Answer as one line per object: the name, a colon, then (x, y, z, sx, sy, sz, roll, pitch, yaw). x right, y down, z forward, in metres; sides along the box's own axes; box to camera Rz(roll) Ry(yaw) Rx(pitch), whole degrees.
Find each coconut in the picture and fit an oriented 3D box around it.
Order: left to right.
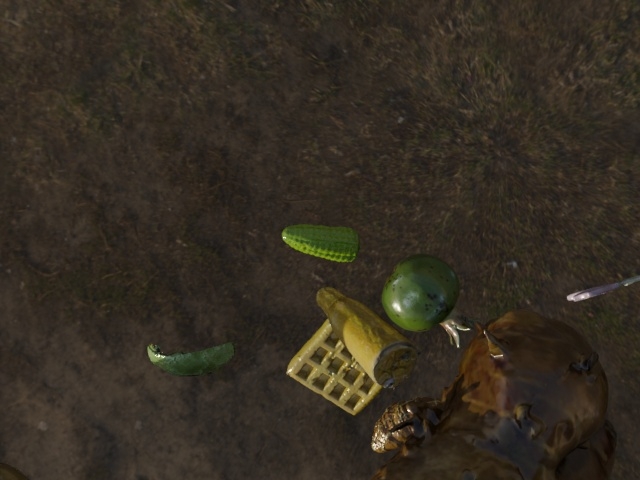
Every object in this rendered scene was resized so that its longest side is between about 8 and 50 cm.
coconut: (-0.230, 0.205, 1.025, 0.158, 0.133, 0.055, -24, 65, 52)

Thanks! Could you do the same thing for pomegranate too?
pomegranate: (0.247, 0.138, 1.332, 0.224, 0.181, 0.181, 43, 107, 2)

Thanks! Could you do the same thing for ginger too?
ginger: (0.151, 0.216, 0.569, 0.176, 0.418, 0.254, 3, 115, 52)

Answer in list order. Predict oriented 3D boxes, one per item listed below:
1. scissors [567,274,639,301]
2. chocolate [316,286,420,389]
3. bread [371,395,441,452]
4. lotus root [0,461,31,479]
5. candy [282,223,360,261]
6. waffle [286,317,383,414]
scissors: (0.608, 0.084, 1.200, 0.212, 0.110, 0.021, -21, 80, 10)
chocolate: (0.058, 0.132, 0.919, 0.219, 0.085, 0.086, 42, 113, 52)
bread: (0.210, 0.454, 1.512, 0.233, 0.105, 0.076, -36, 111, 17)
lotus root: (-0.519, 0.486, 0.988, 0.284, 0.160, 0.146, 46, 135, 3)
candy: (0.000, 0.000, 1.582, 0.209, 0.097, 0.097, 10, 102, -14)
waffle: (0.064, 0.341, 1.604, 0.248, 0.055, 0.221, 33, 115, -8)
